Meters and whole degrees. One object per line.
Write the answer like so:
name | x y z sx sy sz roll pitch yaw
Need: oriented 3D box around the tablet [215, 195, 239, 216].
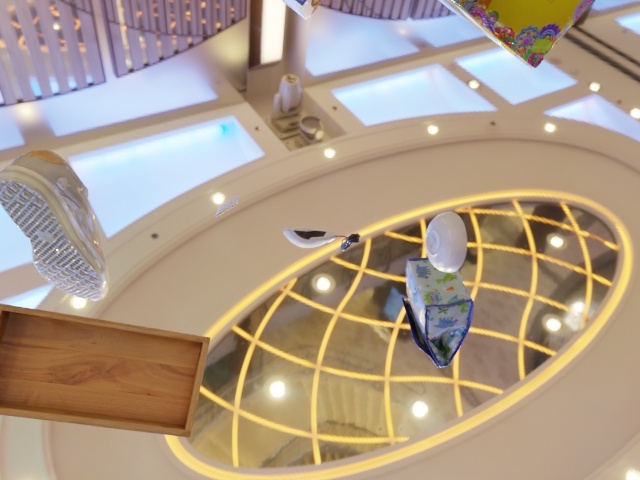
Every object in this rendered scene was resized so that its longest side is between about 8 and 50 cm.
tablet | -0.206 -0.077 1.189 0.054 0.006 0.083 -30 -162 5

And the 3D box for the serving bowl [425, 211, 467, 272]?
serving bowl | 0.164 0.002 0.728 0.027 0.083 0.083 -1 -132 -17

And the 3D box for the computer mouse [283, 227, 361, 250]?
computer mouse | 0.000 0.000 1.321 0.193 0.106 0.042 5 -100 -20

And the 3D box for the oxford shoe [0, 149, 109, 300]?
oxford shoe | -0.540 -0.016 1.150 0.169 0.449 0.130 8 -129 3

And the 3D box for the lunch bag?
lunch bag | 0.193 0.119 0.907 0.096 0.151 0.128 -8 -142 0

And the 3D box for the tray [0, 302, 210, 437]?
tray | -0.450 0.263 1.085 0.411 0.076 0.202 12 -102 -13

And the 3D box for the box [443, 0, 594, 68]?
box | 0.229 -0.413 0.624 0.177 0.290 0.279 21 -150 -34

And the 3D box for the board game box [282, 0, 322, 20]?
board game box | -0.052 -0.606 0.919 0.318 0.066 0.318 38 -86 6
